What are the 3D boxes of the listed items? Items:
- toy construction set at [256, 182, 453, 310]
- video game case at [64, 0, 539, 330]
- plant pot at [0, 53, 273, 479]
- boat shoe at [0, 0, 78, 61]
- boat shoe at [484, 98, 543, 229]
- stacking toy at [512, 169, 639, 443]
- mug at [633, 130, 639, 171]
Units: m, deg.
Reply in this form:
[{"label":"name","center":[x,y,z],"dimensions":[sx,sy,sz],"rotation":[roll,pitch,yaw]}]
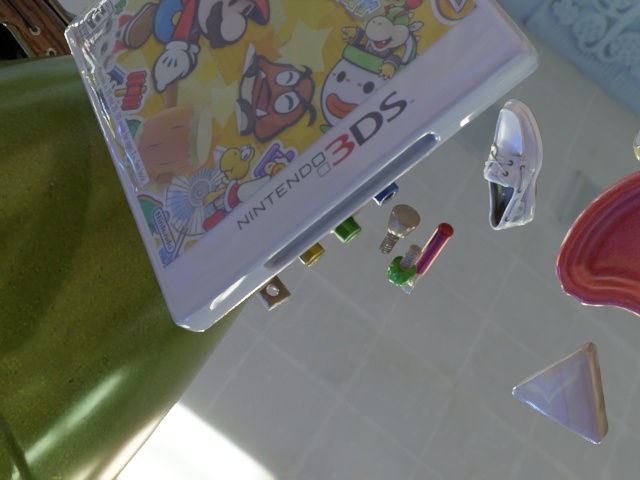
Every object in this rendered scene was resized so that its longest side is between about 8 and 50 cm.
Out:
[{"label":"toy construction set","center":[0.000,0.000,1.143],"dimensions":[0.309,0.237,0.257],"rotation":[28,-136,1]},{"label":"video game case","center":[-0.033,-0.102,0.414],"dimensions":[0.026,0.206,0.227],"rotation":[27,-150,-54]},{"label":"plant pot","center":[-0.218,0.026,0.572],"dimensions":[0.366,0.366,0.353],"rotation":[48,-128,6]},{"label":"boat shoe","center":[-0.321,-0.215,0.759],"dimensions":[0.307,0.111,0.104],"rotation":[39,-140,-16]},{"label":"boat shoe","center":[0.372,-0.140,1.582],"dimensions":[0.096,0.277,0.098],"rotation":[-22,-147,-21]},{"label":"stacking toy","center":[0.340,0.090,0.656],"dimensions":[0.309,0.279,0.130],"rotation":[39,-146,23]},{"label":"mug","center":[0.338,-0.082,0.770],"dimensions":[0.064,0.062,0.078],"rotation":[34,-134,-8]}]
